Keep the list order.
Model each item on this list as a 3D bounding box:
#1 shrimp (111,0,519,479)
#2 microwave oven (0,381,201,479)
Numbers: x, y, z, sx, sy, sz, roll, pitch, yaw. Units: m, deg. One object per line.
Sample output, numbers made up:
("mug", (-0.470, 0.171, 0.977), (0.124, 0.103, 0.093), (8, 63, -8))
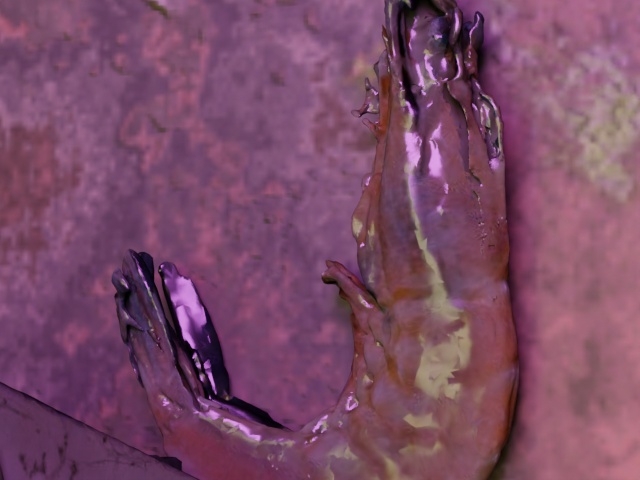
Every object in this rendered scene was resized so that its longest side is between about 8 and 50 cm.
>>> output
("shrimp", (0.000, 0.000, 0.708), (0.152, 0.046, 0.219), (3, 90, 19))
("microwave oven", (-0.233, 0.170, 0.620), (0.394, 0.333, 0.247), (-8, 68, 25))
